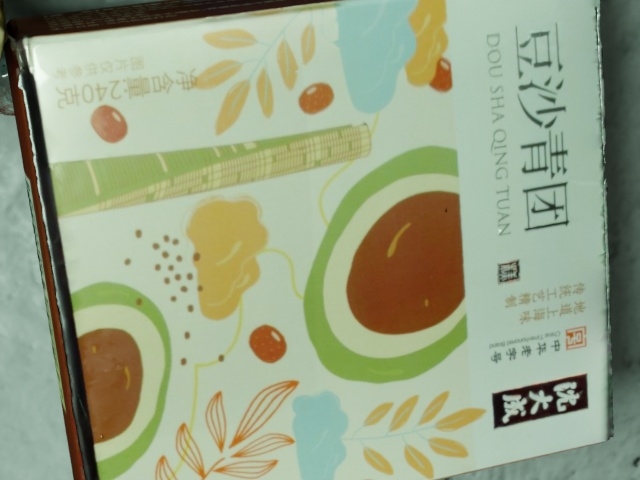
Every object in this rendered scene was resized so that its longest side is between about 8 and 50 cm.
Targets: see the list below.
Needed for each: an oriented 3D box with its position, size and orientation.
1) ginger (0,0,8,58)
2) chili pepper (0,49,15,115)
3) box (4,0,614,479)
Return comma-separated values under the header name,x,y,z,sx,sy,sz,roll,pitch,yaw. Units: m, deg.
name,x,y,z,sx,sy,sz,roll,pitch,yaw
ginger,-0.278,-0.145,0.774,0.130,0.275,0.221,-22,117,-42
chili pepper,-0.184,-0.122,0.898,0.153,0.041,0.050,-18,129,-3
box,0.000,0.000,0.899,0.385,0.122,0.345,-10,107,-14
